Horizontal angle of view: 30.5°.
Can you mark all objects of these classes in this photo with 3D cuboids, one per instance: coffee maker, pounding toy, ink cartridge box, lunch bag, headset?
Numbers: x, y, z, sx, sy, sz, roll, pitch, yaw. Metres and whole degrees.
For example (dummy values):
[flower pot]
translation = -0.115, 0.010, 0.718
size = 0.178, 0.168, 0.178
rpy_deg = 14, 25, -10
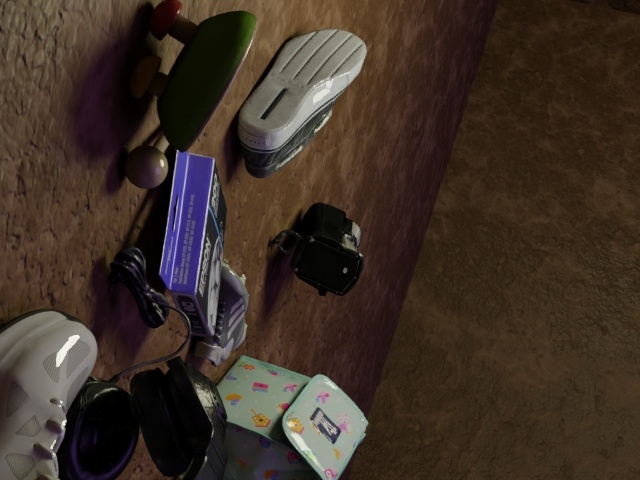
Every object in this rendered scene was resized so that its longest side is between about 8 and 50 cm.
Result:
[coffee maker]
translation = 0.000, 0.000, 2.206
size = 0.120, 0.171, 0.178
rpy_deg = -39, -163, 14
[pounding toy]
translation = -0.178, -0.192, 1.388
size = 0.237, 0.110, 0.183
rpy_deg = -48, -161, 40
[ink cartridge box]
translation = -0.168, -0.002, 1.589
size = 0.208, 0.045, 0.206
rpy_deg = 79, 14, -64
[lunch bag]
translation = -0.066, 0.330, 2.020
size = 0.223, 0.262, 0.160
rpy_deg = -48, 151, -61
[headset]
translation = -0.227, 0.188, 1.335
size = 0.394, 0.243, 0.185
rpy_deg = -82, 157, -52

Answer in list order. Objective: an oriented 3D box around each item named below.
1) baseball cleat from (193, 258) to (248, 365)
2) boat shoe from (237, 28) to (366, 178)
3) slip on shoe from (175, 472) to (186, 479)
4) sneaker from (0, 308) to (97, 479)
[baseball cleat]
translation = -0.157, 0.127, 1.838
size = 0.109, 0.072, 0.206
rpy_deg = -58, 156, -34
[boat shoe]
translation = -0.040, -0.225, 1.884
size = 0.335, 0.121, 0.119
rpy_deg = -48, 160, -40
[slip on shoe]
translation = -0.226, 0.442, 1.965
size = 0.041, 0.051, 0.135
rpy_deg = -74, 168, -66
[sneaker]
translation = -0.266, 0.257, 1.118
size = 0.447, 0.257, 0.169
rpy_deg = -60, 160, -48
